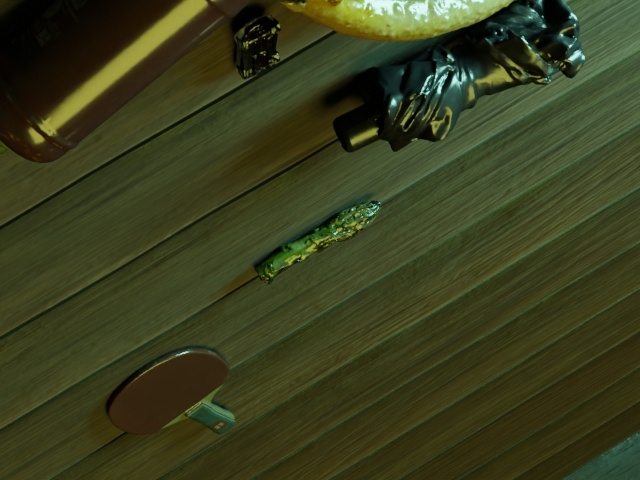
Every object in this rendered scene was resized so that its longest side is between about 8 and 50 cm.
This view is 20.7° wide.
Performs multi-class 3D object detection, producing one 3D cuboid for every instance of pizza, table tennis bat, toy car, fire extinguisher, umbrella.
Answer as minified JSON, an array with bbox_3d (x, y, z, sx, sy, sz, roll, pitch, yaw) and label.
[{"bbox_3d":[0.112,-0.268,1.574,0.365,0.074,0.182,-13,135,-38],"label":"pizza"},{"bbox_3d":[-0.170,0.200,2.186,0.154,0.021,0.274,-36,154,5],"label":"table tennis bat"},{"bbox_3d":[-0.059,-0.181,1.611,0.041,0.025,0.093,-28,158,-15],"label":"toy car"},{"bbox_3d":[-0.195,-0.148,1.435,0.344,0.102,0.138,-38,-170,11],"label":"fire extinguisher"},{"bbox_3d":[0.139,-0.163,1.797,0.272,0.110,0.122,-29,-171,-8],"label":"umbrella"}]

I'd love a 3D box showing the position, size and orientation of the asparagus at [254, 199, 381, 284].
[{"bbox_3d":[0.000,0.000,2.012,0.165,0.030,0.036,-30,131,-4],"label":"asparagus"}]
